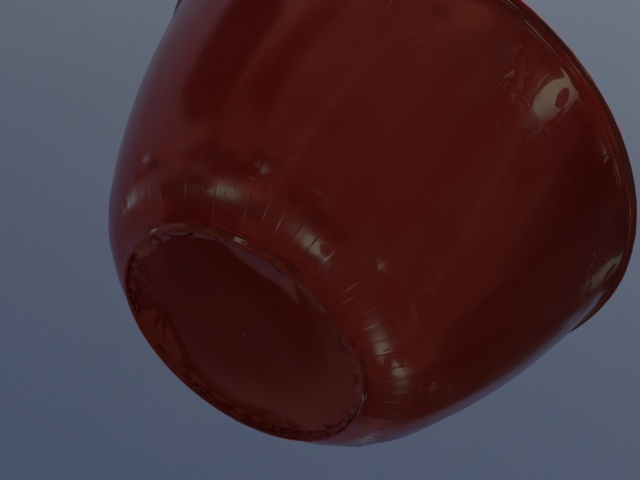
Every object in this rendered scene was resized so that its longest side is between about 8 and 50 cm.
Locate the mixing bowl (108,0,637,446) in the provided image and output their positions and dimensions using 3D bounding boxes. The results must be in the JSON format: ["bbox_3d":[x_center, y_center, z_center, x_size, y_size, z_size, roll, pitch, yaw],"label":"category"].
[{"bbox_3d":[0.000,0.000,0.417,0.181,0.181,0.098,48,-129,-13],"label":"mixing bowl"}]
